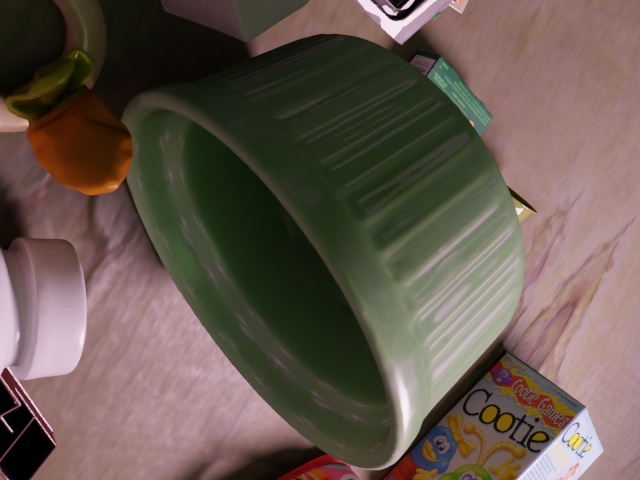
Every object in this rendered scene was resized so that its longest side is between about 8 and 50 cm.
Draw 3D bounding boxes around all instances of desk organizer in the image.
[{"bbox_3d":[-0.260,0.143,0.568,0.047,0.050,0.130,-30,129,-20],"label":"desk organizer"}]

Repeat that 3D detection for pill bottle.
[{"bbox_3d":[-0.278,0.047,0.451,0.221,0.121,0.121,0,115,-37],"label":"pill bottle"}]

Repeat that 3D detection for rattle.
[{"bbox_3d":[-0.182,-0.143,0.407,0.130,0.142,0.199,-4,124,-19],"label":"rattle"}]

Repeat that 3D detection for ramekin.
[{"bbox_3d":[0.000,0.000,0.518,0.148,0.303,0.303,-35,131,-25],"label":"ramekin"}]

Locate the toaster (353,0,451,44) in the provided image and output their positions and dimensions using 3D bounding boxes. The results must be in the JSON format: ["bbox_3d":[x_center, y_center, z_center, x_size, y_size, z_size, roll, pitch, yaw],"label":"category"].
[{"bbox_3d":[0.060,-0.251,0.468,0.168,0.110,0.186,-39,141,21],"label":"toaster"}]

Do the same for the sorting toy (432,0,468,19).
[{"bbox_3d":[0.124,-0.240,0.659,0.062,0.012,0.083,16,104,-41],"label":"sorting toy"}]

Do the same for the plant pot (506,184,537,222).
[{"bbox_3d":[0.186,-0.028,0.791,0.083,0.083,0.079,22,114,-42],"label":"plant pot"}]

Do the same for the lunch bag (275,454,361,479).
[{"bbox_3d":[-0.060,0.386,0.808,0.293,0.120,0.258,-19,125,-26],"label":"lunch bag"}]

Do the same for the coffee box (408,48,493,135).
[{"bbox_3d":[0.083,-0.084,0.699,0.113,0.040,0.184,33,93,-43],"label":"coffee box"}]

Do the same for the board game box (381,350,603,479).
[{"bbox_3d":[0.236,0.320,0.975,0.275,0.142,0.144,-43,132,-9],"label":"board game box"}]

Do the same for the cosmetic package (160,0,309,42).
[{"bbox_3d":[-0.083,-0.236,0.378,0.060,0.099,0.239,-41,139,-23],"label":"cosmetic package"}]
